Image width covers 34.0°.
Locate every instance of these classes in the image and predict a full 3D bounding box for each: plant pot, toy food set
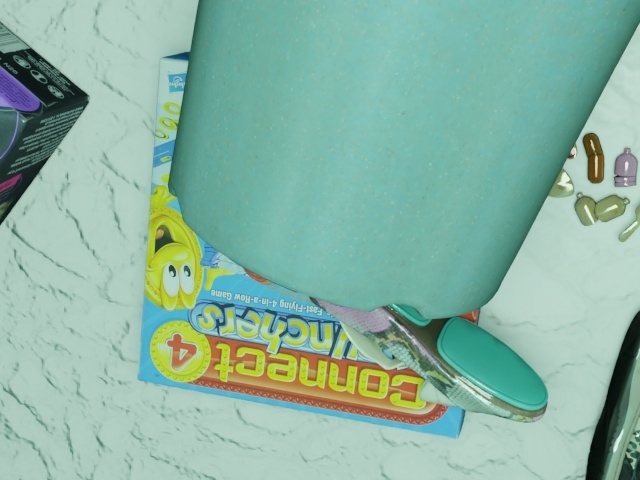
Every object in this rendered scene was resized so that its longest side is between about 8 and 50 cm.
[{"bbox_3d":[0.057,-0.150,0.701,0.341,0.341,0.334,21,111,5],"label":"plant pot"},{"bbox_3d":[0.238,-0.058,0.922,0.122,0.019,0.078,40,108,7],"label":"toy food set"}]

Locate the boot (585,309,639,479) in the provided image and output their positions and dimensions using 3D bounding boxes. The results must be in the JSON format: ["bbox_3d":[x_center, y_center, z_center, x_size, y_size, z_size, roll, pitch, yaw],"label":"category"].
[{"bbox_3d":[0.338,0.189,0.929,0.178,0.085,0.236,12,105,6],"label":"boot"}]

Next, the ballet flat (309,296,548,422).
[{"bbox_3d":[0.085,0.088,0.875,0.221,0.077,0.079,36,126,5],"label":"ballet flat"}]

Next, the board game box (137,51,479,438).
[{"bbox_3d":[0.000,0.000,0.947,0.308,0.086,0.302,8,105,9],"label":"board game box"}]

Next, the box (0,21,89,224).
[{"bbox_3d":[-0.372,-0.073,0.972,0.165,0.143,0.270,41,108,-2],"label":"box"}]
